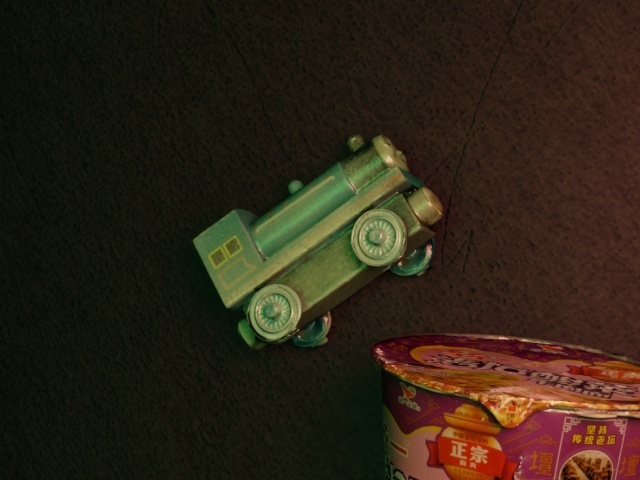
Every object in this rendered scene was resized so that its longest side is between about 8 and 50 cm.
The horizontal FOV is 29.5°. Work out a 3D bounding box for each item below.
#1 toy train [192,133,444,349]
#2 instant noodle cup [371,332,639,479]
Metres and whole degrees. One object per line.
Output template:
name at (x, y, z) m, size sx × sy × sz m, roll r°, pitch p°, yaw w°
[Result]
toy train at (0.000, 0.000, 1.471) m, size 0.298 × 0.120 × 0.194 m, roll -35°, pitch 68°, yaw 16°
instant noodle cup at (0.202, 0.255, 1.260) m, size 0.340 × 0.340 × 0.265 m, roll 8°, pitch 96°, yaw 23°
